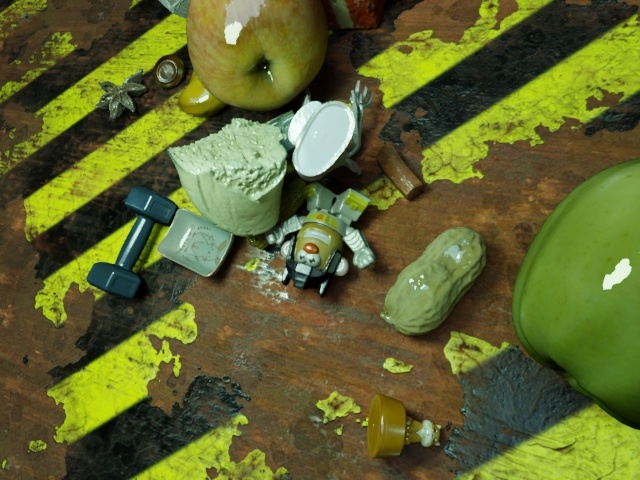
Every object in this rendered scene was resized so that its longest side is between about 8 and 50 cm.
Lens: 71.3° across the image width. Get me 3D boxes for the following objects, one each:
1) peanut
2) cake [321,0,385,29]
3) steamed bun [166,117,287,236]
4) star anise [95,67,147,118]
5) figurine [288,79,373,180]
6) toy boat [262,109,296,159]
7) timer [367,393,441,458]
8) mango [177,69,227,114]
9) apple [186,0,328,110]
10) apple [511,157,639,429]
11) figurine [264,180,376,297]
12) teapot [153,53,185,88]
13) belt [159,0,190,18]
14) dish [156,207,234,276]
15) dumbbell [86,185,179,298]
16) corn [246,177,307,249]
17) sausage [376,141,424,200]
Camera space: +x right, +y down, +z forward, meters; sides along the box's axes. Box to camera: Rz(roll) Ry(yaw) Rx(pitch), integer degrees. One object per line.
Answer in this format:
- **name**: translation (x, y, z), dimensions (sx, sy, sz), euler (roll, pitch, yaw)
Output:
- **peanut**: translation (0.264, 0.094, 1.017), dimensions (0.143, 0.159, 0.291), euler (44, 89, -1)
- **cake**: translation (0.035, -0.824, 1.329), dimensions (0.319, 0.269, 0.270), euler (11, 77, 20)
- **steamed bun**: translation (-0.242, -0.167, 1.124), dimensions (0.272, 0.273, 0.290), euler (-2, 31, -16)
- **star anise**: translation (-0.706, -0.509, 1.589), dimensions (0.208, 0.063, 0.172), euler (-14, 73, 10)
- **figurine**: translation (0.033, -0.289, 1.165), dimensions (0.206, 0.315, 0.284), euler (1, 92, 6)
- **toy boat**: translation (-0.199, -0.266, 1.320), dimensions (0.319, 0.092, 0.141), euler (-25, 60, 11)
- **timer**: translation (0.189, 0.412, 0.970), dimensions (0.152, 0.132, 0.132), euler (10, 75, -3)
- **mango**: translation (-0.335, -0.517, 1.436), dimensions (0.177, 0.120, 0.295), euler (26, 84, 16)
- **apple**: translation (-0.170, -0.549, 1.212), dimensions (0.391, 0.391, 0.346), euler (-25, 62, 9)
- **apple**: translation (0.576, 0.096, 0.760), dimensions (0.473, 0.473, 0.474), euler (-6, 71, 17)
- **figurine**: translation (0.004, 0.002, 1.138), dimensions (0.308, 0.143, 0.308), euler (-17, 58, 29)
- **teapot**: translation (-0.524, -0.582, 1.548), dimensions (0.098, 0.078, 0.129), euler (41, 105, -14)
- **belt**: translation (-0.407, -0.897, 1.525), dimensions (0.324, 0.227, 0.115), euler (-38, 62, 4)
- **dish**: translation (-0.347, 0.012, 1.287), dimensions (0.212, 0.077, 0.151), euler (22, 79, 23)
- **dumbbell**: translation (-0.547, 0.007, 1.318), dimensions (0.144, 0.160, 0.325), euler (23, 81, -8)
- **corn**: translation (-0.115, -0.073, 1.240), dimensions (0.080, 0.080, 0.231), euler (41, 86, 25)
- **sausage**: translation (0.201, -0.186, 1.178), dimensions (0.065, 0.065, 0.169), euler (-35, 65, 5)
